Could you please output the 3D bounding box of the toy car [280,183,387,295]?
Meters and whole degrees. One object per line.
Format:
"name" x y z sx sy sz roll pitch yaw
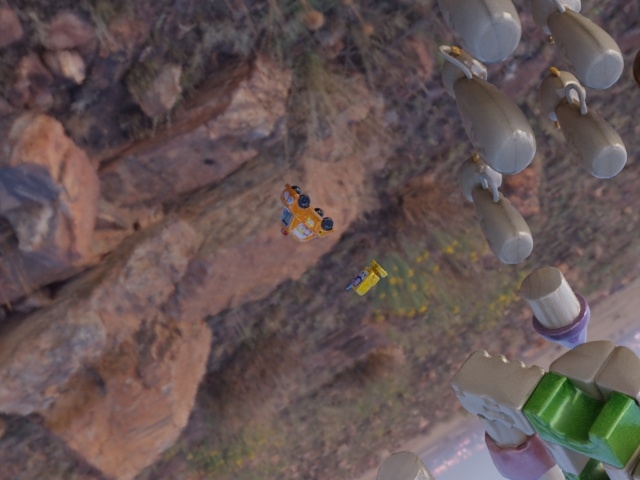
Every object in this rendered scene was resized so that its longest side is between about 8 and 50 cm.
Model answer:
"toy car" 0.000 0.000 0.755 0.040 0.122 0.060 -45 134 2

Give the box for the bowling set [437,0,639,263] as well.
"bowling set" 0.203 -0.135 0.762 0.199 0.154 0.287 -15 133 -2

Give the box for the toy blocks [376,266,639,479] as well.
"toy blocks" 0.272 0.206 0.748 0.309 0.260 0.288 -50 -148 -21
